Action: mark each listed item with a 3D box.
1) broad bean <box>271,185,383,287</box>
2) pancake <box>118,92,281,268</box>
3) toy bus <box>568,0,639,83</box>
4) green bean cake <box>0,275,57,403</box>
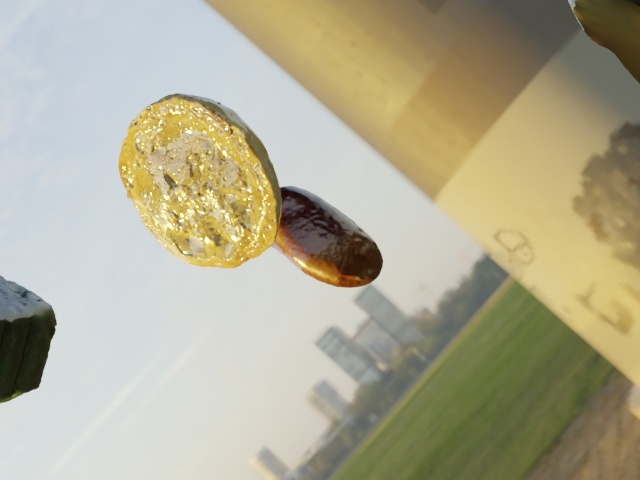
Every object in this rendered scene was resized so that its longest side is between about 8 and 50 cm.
[{"bbox_3d":[0.000,0.000,1.514,0.114,0.165,0.084,-32,-27,-40],"label":"broad bean"},{"bbox_3d":[-0.095,-0.045,0.949,0.025,0.152,0.151,-47,-6,-48],"label":"pancake"},{"bbox_3d":[0.397,-0.214,1.283,0.127,0.303,0.147,-7,49,59],"label":"toy bus"},{"bbox_3d":[-0.567,0.120,1.711,0.308,0.300,0.169,-6,-61,-59],"label":"green bean cake"}]
